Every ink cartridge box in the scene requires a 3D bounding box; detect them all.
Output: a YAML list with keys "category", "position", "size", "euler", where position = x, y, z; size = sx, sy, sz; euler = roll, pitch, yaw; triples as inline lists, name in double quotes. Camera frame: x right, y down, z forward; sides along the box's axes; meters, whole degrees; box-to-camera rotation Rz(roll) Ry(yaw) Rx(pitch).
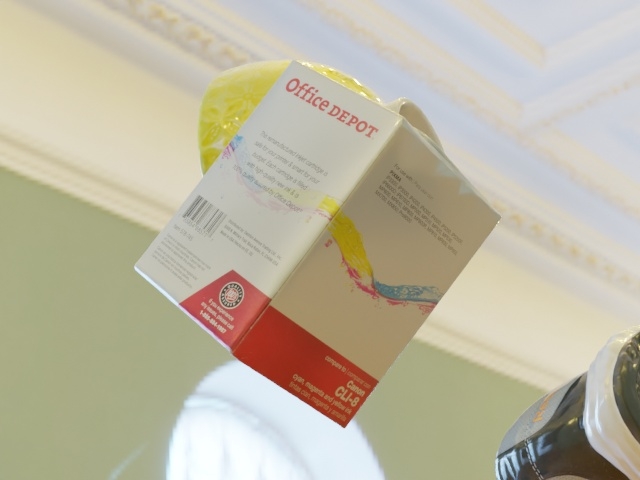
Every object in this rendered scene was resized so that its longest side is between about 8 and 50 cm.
- category: "ink cartridge box"
  position: [0.000, 0.000, 0.925]
  size: [0.176, 0.128, 0.127]
  euler: [-53, -47, -1]

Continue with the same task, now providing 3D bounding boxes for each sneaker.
- category: "sneaker"
  position: [0.188, 0.101, 0.780]
  size: [0.108, 0.100, 0.271]
  euler: [-32, -24, 31]

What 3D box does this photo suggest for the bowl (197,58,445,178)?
- category: "bowl"
  position: [0.030, -0.051, 1.329]
  size: [0.156, 0.289, 0.289]
  euler: [-21, -30, 23]
